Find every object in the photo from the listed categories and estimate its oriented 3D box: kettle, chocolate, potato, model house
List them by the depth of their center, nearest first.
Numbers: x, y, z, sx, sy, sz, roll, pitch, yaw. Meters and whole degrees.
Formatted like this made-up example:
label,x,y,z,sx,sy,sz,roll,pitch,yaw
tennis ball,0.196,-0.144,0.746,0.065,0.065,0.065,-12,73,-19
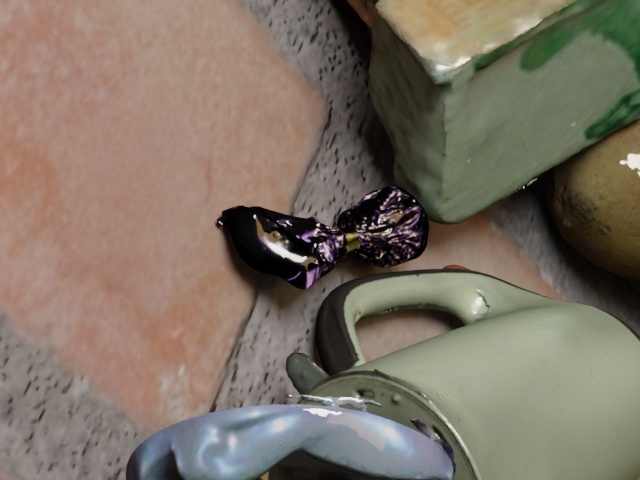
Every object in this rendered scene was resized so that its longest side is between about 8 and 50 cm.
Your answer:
label,x,y,z,sx,sy,sz,roll,pitch,yaw
kettle,0.098,0.113,1.144,0.255,0.165,0.240,-19,62,-47
chocolate,0.003,0.002,1.150,0.147,0.072,0.070,-13,127,-38
model house,0.096,-0.220,1.254,0.267,0.194,0.325,-29,61,-18
potato,0.290,-0.030,1.366,0.262,0.165,0.165,10,70,-50

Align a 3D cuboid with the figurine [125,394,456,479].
label,x,y,z,sx,sy,sz,roll,pitch,yaw
figurine,-0.011,0.310,0.891,0.248,0.276,0.388,50,31,-52
